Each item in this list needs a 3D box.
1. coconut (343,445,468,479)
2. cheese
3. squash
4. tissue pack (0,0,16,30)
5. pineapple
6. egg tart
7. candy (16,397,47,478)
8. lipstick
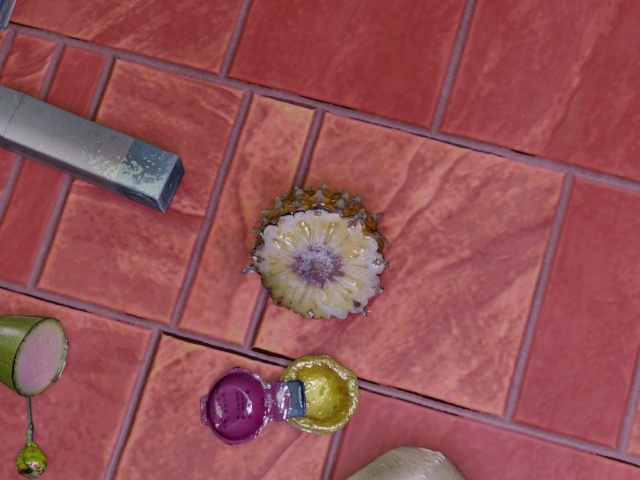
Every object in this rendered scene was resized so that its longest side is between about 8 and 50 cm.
[{"bbox_3d":[0.105,0.373,1.578,0.237,0.237,0.266,-29,75,-5],"label":"coconut"},{"bbox_3d":[-0.083,0.198,1.720,0.145,0.038,0.095,-10,78,26],"label":"cheese"},{"bbox_3d":[-0.393,0.127,1.758,0.132,0.105,0.105,16,75,26],"label":"squash"},{"bbox_3d":[-0.527,-0.395,1.900,0.263,0.089,0.177,15,78,8],"label":"tissue pack"},{"bbox_3d":[0.002,-0.003,1.758,0.176,0.137,0.161,12,119,1],"label":"pineapple"},{"bbox_3d":[-0.003,0.190,1.735,0.105,0.039,0.105,-1,74,3],"label":"egg tart"},{"bbox_3d":[-0.356,0.233,1.749,0.035,0.035,0.123,7,62,-28],"label":"candy"},{"bbox_3d":[-0.333,-0.129,1.827,0.317,0.066,0.068,22,77,9],"label":"lipstick"}]
